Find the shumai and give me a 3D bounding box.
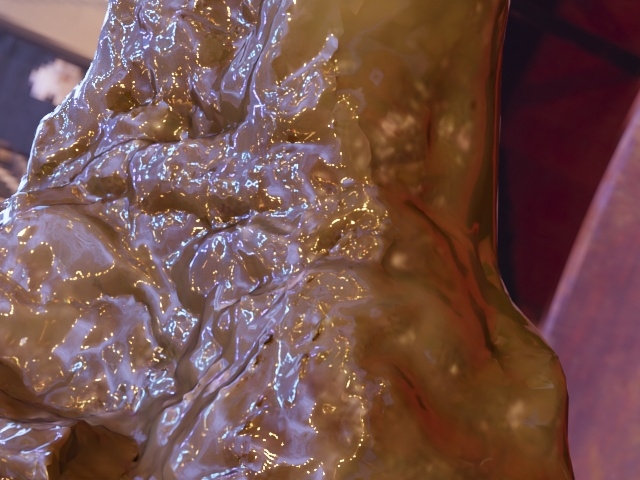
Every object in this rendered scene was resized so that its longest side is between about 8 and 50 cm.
[{"bbox_3d":[0.002,-0.002,0.700,0.283,0.217,0.346,-59,30,-6],"label":"shumai"}]
